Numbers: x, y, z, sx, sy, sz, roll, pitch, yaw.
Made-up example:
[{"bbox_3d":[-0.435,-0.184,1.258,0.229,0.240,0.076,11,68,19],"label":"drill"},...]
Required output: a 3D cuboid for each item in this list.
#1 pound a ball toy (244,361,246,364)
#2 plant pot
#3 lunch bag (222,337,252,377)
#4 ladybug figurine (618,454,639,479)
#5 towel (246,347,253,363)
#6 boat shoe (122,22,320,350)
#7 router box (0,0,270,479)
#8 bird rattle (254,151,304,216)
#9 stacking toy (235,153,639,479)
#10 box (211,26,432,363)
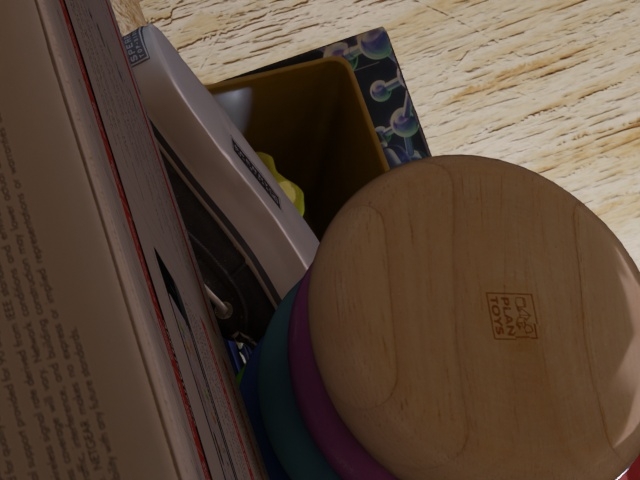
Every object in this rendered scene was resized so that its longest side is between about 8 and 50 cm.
[{"bbox_3d":[-0.009,0.259,1.720,0.208,0.136,0.319,-23,-94,64],"label":"pound a ball toy"},{"bbox_3d":[-0.054,-0.006,1.658,0.187,0.212,0.212,102,-29,-62],"label":"plant pot"},{"bbox_3d":[-0.073,0.104,1.313,0.067,0.065,0.098,72,-1,-57],"label":"lunch bag"},{"bbox_3d":[0.087,0.210,0.998,0.305,0.162,0.449,101,-6,-84],"label":"ladybug figurine"},{"bbox_3d":[-0.020,0.207,1.355,0.370,0.040,0.271,-115,-156,-65],"label":"towel"},{"bbox_3d":[-0.065,0.010,1.187,0.301,0.102,0.108,54,11,-26],"label":"boat shoe"},{"bbox_3d":[-0.097,-0.014,0.607,0.301,0.082,0.335,73,-2,-69],"label":"router box"},{"bbox_3d":[-0.118,-0.032,1.348,0.207,0.143,0.253,59,11,6],"label":"bird rattle"},{"bbox_3d":[0.006,0.095,0.810,0.330,0.141,0.141,-48,-123,55],"label":"stacking toy"},{"bbox_3d":[0.000,0.000,2.145,0.212,0.294,0.395,83,-13,-85],"label":"box"}]
